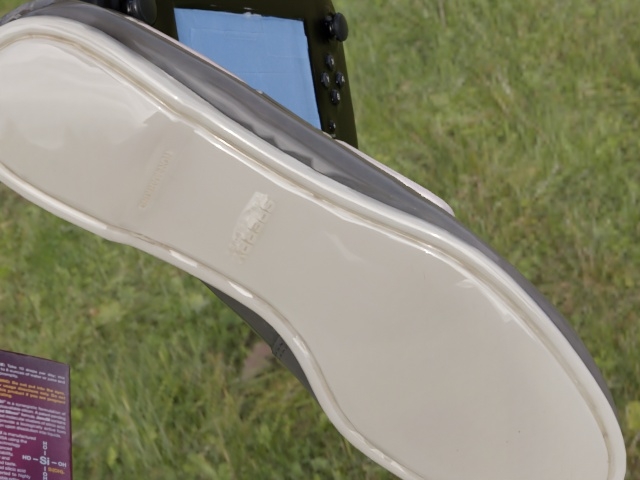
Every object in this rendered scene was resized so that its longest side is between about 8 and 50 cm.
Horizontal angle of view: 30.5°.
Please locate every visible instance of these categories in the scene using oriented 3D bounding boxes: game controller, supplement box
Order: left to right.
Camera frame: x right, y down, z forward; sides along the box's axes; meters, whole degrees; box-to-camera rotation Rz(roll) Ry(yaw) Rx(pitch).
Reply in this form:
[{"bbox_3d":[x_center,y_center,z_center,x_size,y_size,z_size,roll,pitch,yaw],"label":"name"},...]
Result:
[{"bbox_3d":[-0.257,0.195,0.956,0.081,0.104,0.188,16,40,-28],"label":"supplement box"},{"bbox_3d":[-0.050,-0.088,0.729,0.067,0.166,0.319,-17,1,25],"label":"game controller"}]

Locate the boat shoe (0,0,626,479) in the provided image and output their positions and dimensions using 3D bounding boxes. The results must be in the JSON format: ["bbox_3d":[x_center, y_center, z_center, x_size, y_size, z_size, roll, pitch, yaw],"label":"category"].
[{"bbox_3d":[0.000,0.000,0.528,0.335,0.112,0.095,36,24,-6],"label":"boat shoe"}]
